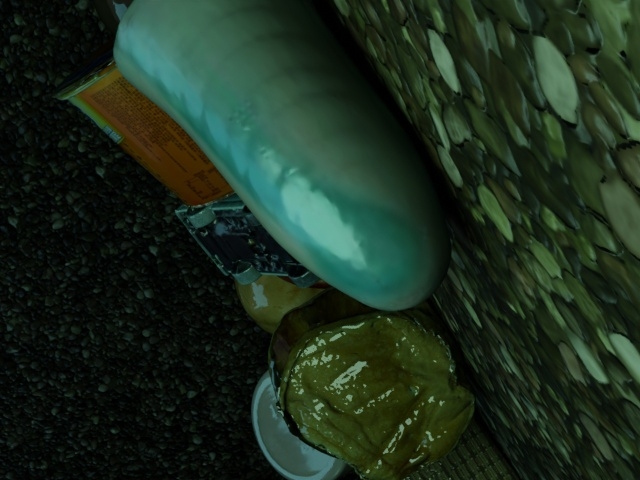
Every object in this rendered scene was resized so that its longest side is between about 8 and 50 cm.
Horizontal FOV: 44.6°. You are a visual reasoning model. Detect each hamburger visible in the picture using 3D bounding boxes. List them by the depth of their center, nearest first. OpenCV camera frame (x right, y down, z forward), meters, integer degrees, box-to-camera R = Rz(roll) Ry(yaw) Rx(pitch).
[{"bbox_3d":[0.067,0.196,1.118,0.284,0.266,0.134,62,180,-13],"label":"hamburger"}]

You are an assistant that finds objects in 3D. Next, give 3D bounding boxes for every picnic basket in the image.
[{"bbox_3d":[0.224,0.449,1.406,0.175,0.228,0.313,57,176,29],"label":"picnic basket"}]

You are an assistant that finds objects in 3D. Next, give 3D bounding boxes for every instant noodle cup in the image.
[{"bbox_3d":[-0.151,-0.189,0.976,0.214,0.296,0.296,52,-179,-25],"label":"instant noodle cup"}]

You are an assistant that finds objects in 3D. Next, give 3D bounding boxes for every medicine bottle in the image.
[{"bbox_3d":[0.062,0.279,1.380,0.340,0.208,0.208,-11,-115,-52],"label":"medicine bottle"}]

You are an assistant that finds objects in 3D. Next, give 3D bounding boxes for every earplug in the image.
[{"bbox_3d":[-0.009,-0.079,0.663,0.324,0.185,0.185,53,177,12],"label":"earplug"}]

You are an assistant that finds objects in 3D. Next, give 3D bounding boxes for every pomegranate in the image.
[{"bbox_3d":[-0.036,0.042,1.522,0.307,0.307,0.307,60,178,4],"label":"pomegranate"}]

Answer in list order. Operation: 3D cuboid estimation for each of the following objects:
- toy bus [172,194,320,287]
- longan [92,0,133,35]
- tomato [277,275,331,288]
[{"bbox_3d":[-0.041,-0.041,1.004,0.271,0.164,0.133,0,133,49],"label":"toy bus"},{"bbox_3d":[-0.248,-0.384,1.197,0.246,0.215,0.246,49,-155,-32],"label":"longan"},{"bbox_3d":[0.000,0.000,1.205,0.195,0.195,0.136,69,-155,-77],"label":"tomato"}]
